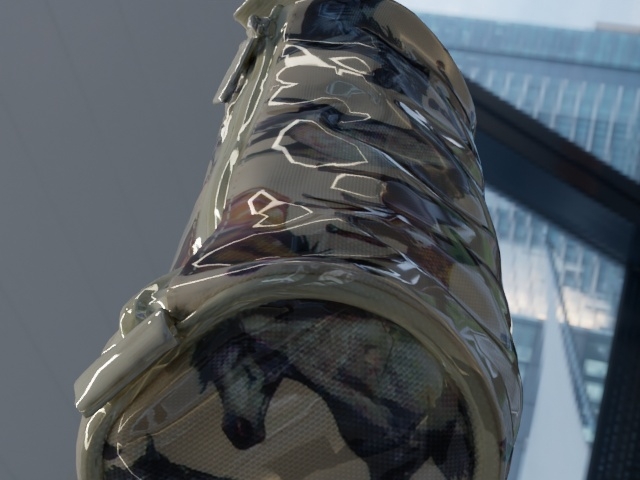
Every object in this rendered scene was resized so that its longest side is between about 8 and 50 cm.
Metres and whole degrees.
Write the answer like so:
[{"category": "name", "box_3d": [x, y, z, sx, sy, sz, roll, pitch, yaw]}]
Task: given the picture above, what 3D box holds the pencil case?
[{"category": "pencil case", "box_3d": [0.000, 0.000, 0.561, 0.160, 0.183, 0.410, -49, 14, 24]}]
